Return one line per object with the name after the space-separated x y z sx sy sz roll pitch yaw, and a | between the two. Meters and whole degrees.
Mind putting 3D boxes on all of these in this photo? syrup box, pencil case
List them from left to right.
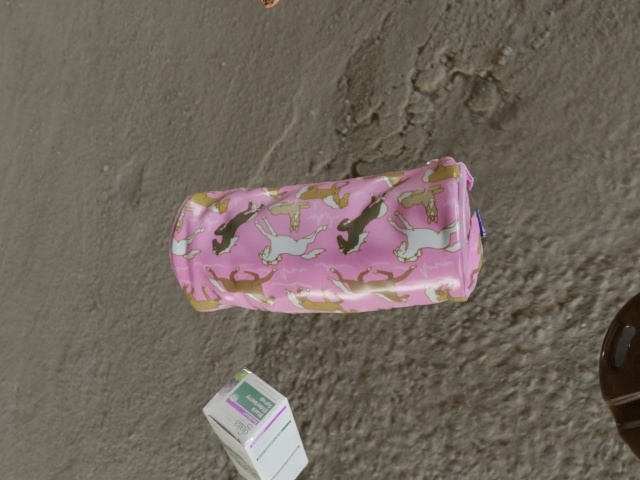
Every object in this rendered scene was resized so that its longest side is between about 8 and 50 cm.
-0.096 0.315 0.908 0.093 0.096 0.236 28 146 30 | syrup box
0.000 0.000 0.707 0.387 0.167 0.159 -6 117 21 | pencil case

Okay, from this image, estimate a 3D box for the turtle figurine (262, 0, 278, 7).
-0.022 -0.402 0.587 0.218 0.087 0.269 -2 89 42 | turtle figurine

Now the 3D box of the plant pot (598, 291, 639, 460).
0.270 0.078 0.344 0.167 0.165 0.166 -2 87 52 | plant pot
